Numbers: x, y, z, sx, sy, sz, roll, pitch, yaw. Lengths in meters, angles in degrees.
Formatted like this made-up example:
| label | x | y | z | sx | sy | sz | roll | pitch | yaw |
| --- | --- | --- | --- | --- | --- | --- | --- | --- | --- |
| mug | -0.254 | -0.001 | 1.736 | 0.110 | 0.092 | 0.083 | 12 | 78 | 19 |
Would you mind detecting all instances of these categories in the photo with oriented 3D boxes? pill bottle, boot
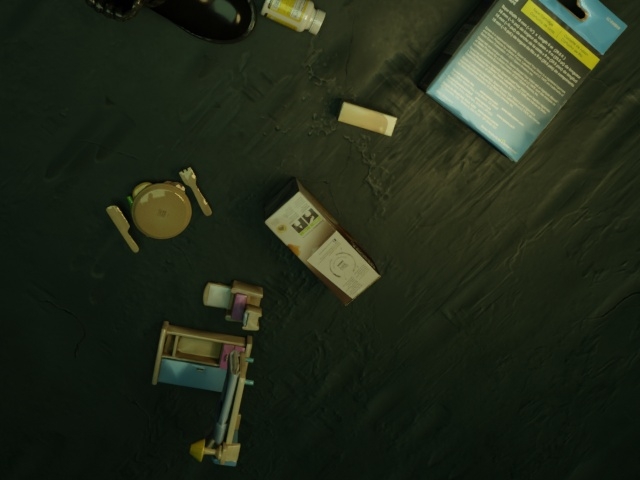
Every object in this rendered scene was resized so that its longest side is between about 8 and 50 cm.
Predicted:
| label | x | y | z | sx | sy | sz | roll | pitch | yaw |
| --- | --- | --- | --- | --- | --- | --- | --- | --- | --- |
| pill bottle | -0.052 | -0.443 | 1.547 | 0.116 | 0.065 | 0.065 | 23 | 104 | -11 |
| boot | -0.282 | -0.443 | 1.424 | 0.348 | 0.260 | 0.131 | 25 | 110 | -11 |

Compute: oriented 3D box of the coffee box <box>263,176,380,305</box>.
| label | x | y | z | sx | sy | sz | roll | pitch | yaw |
| --- | --- | --- | --- | --- | --- | --- | --- | --- | --- |
| coffee box | 0.000 | 0.000 | 1.651 | 0.098 | 0.141 | 0.246 | -42 | 105 | 8 |

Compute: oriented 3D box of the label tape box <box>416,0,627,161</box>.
| label | x | y | z | sx | sy | sz | roll | pitch | yaw |
| --- | --- | --- | --- | --- | --- | --- | --- | --- | --- |
| label tape box | 0.392 | -0.361 | 1.584 | 0.241 | 0.106 | 0.333 | 36 | 101 | -13 |

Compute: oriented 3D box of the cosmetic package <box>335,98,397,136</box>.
| label | x | y | z | sx | sy | sz | roll | pitch | yaw |
| --- | --- | --- | --- | --- | --- | --- | --- | --- | --- |
| cosmetic package | 0.092 | -0.250 | 1.622 | 0.115 | 0.060 | 0.041 | 15 | 106 | -7 |

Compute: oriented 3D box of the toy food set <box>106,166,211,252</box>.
| label | x | y | z | sx | sy | sz | roll | pitch | yaw |
| --- | --- | --- | --- | --- | --- | --- | --- | --- | --- |
| toy food set | -0.332 | -0.067 | 1.665 | 0.192 | 0.038 | 0.132 | -26 | 115 | -2 |

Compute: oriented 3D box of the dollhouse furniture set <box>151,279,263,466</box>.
| label | x | y | z | sx | sy | sz | roll | pitch | yaw |
| --- | --- | --- | --- | --- | --- | --- | --- | --- | --- |
| dollhouse furniture set | -0.239 | 0.258 | 1.629 | 0.198 | 0.303 | 0.286 | 11 | 106 | -8 |
